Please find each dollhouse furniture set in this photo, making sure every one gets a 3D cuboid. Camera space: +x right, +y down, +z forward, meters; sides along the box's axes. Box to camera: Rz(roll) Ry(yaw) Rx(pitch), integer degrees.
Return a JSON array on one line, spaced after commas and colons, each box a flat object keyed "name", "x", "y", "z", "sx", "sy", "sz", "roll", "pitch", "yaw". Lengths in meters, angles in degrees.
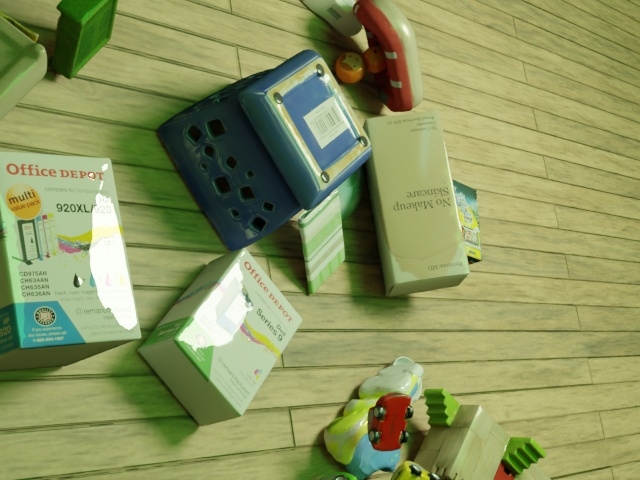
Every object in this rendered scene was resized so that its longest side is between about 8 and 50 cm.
[{"name": "dollhouse furniture set", "x": -0.437, "y": -0.270, "z": 1.312, "sx": 0.197, "sy": 0.151, "sz": 0.301, "roll": 39, "pitch": 64, "yaw": -4}]

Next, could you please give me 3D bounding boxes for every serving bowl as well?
[{"name": "serving bowl", "x": 0.144, "y": 0.250, "z": 1.768, "sx": 0.083, "sy": 0.027, "sz": 0.083, "roll": 22, "pitch": 58, "yaw": -41}]

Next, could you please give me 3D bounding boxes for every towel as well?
[{"name": "towel", "x": 0.000, "y": 0.000, "z": 1.665, "sx": 0.113, "sy": 0.023, "sz": 0.152, "roll": -44, "pitch": 140, "yaw": -42}]

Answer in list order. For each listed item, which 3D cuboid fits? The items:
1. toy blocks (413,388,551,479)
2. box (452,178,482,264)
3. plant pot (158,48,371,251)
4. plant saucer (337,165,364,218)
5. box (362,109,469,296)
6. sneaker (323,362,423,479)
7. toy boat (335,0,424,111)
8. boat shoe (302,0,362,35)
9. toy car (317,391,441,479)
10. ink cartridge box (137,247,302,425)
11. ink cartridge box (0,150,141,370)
[{"name": "toy blocks", "x": 0.275, "y": 0.477, "z": 1.733, "sx": 0.381, "sy": 0.191, "sz": 0.261, "roll": 46, "pitch": 57, "yaw": -24}, {"name": "box", "x": 0.232, "y": -0.054, "z": 1.981, "sx": 0.233, "sy": 0.044, "sz": 0.159, "roll": 19, "pitch": 61, "yaw": -42}, {"name": "plant pot", "x": -0.069, "y": -0.152, "z": 1.558, "sx": 0.236, "sy": 0.212, "sz": 0.236, "roll": 59, "pitch": 41, "yaw": -11}, {"name": "plant saucer", "x": 0.024, "y": -0.136, "z": 1.791, "sx": 0.195, "sy": 0.037, "sz": 0.195, "roll": 22, "pitch": 58, "yaw": -42}, {"name": "box", "x": 0.167, "y": -0.066, "z": 1.812, "sx": 0.148, "sy": 0.121, "sz": 0.311, "roll": -9, "pitch": 76, "yaw": -6}, {"name": "sneaker", "x": 0.102, "y": 0.307, "z": 1.661, "sx": 0.240, "sy": 0.091, "sz": 0.126, "roll": -35, "pitch": 111, "yaw": -37}, {"name": "toy boat", "x": 0.100, "y": -0.346, "z": 1.893, "sx": 0.151, "sy": 0.151, "sz": 0.231, "roll": -121, "pitch": -167, "yaw": -55}, {"name": "boat shoe", "x": 0.018, "y": -0.469, "z": 1.905, "sx": 0.184, "sy": 0.066, "sz": 0.063, "roll": 31, "pitch": 43, "yaw": -35}, {"name": "toy car", "x": 0.067, "y": 0.363, "z": 1.551, "sx": 0.225, "sy": 0.053, "sz": 0.239, "roll": -29, "pitch": 118, "yaw": -11}, {"name": "ink cartridge box", "x": -0.140, "y": 0.138, "z": 1.449, "sx": 0.154, "sy": 0.093, "sz": 0.212, "roll": 53, "pitch": 41, "yaw": -17}, {"name": "ink cartridge box", "x": -0.348, "y": 0.028, "z": 1.203, "sx": 0.171, "sy": 0.168, "sz": 0.232, "roll": 1, "pitch": 73, "yaw": -47}]
